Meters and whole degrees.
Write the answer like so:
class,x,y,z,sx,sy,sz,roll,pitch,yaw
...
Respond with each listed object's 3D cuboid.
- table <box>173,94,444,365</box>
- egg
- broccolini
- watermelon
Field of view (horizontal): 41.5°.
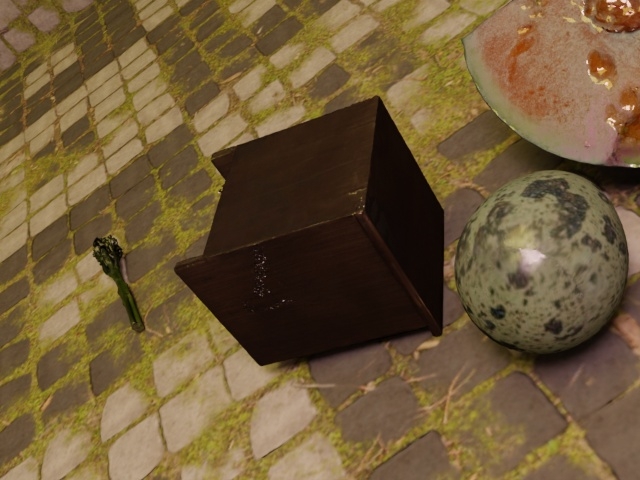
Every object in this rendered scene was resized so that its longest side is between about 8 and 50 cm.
class,x,y,z,sx,sy,sz,roll,pitch,yaw
table,0.000,0.000,0.819,0.193,0.172,0.169,-16,40,23
egg,0.178,0.012,0.677,0.132,0.132,0.172,-9,33,36
broccolini,-0.270,0.060,1.126,0.042,0.044,0.218,-26,39,-8
watermelon,0.309,-0.152,0.756,0.322,0.188,0.175,10,102,40
